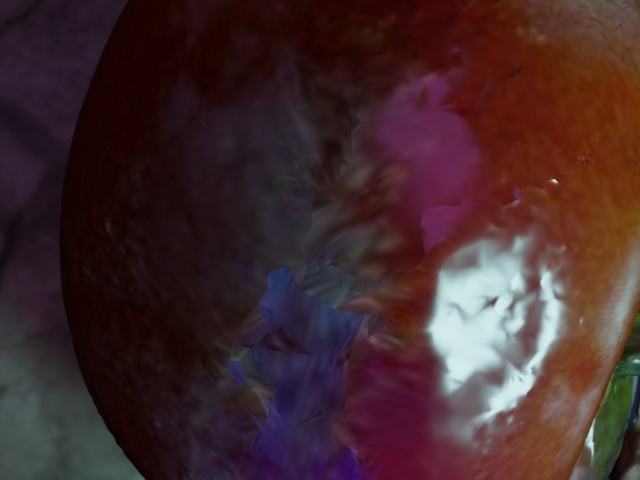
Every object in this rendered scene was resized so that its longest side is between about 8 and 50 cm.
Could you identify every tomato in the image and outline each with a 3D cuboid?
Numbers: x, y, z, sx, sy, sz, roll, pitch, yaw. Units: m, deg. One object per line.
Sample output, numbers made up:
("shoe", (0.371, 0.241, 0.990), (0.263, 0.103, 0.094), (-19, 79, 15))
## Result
("tomato", (-0.003, 0.005, 0.653), (0.290, 0.176, 0.334), (21, 106, 19))

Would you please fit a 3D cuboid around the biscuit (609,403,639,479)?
("biscuit", (0.154, 0.249, 0.674), (0.094, 0.054, 0.378), (7, 71, 7))
